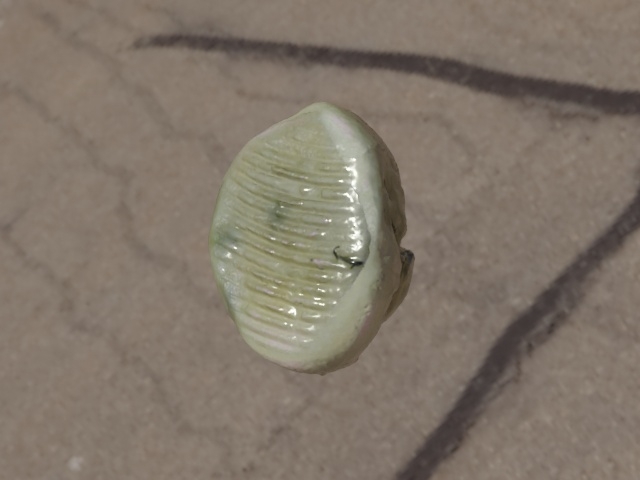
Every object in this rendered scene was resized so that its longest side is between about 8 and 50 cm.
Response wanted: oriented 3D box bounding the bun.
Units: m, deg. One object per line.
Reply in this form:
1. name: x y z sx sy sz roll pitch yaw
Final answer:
1. bun: 0.000 0.000 1.240 0.210 0.116 0.237 0 79 44
